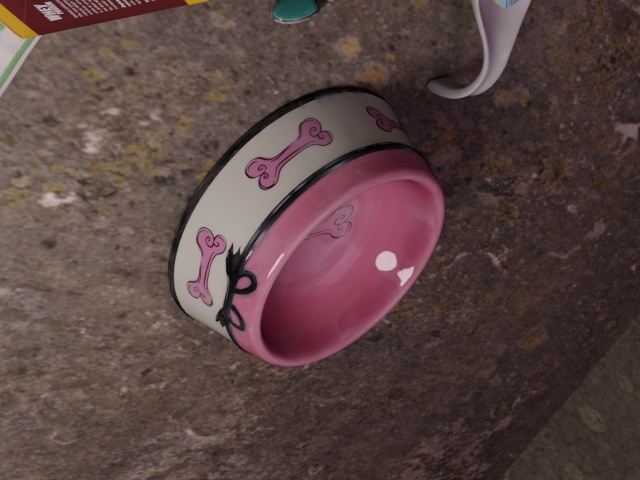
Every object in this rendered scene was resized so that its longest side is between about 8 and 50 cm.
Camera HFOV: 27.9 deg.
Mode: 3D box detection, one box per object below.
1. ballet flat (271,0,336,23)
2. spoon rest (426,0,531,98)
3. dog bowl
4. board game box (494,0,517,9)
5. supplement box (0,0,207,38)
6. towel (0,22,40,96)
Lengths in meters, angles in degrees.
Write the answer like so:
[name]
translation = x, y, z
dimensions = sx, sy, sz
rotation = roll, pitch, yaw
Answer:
[ballet flat]
translation = -0.009, -0.282, 1.523
dimensions = 0.114, 0.041, 0.041
rotation = -35, 148, -17
[spoon rest]
translation = 0.233, -0.304, 1.751
dimensions = 0.137, 0.084, 0.276
rotation = -17, 140, -40
[dog bowl]
translation = 0.000, 0.000, 1.765
dimensions = 0.408, 0.150, 0.408
rotation = -31, 148, -23
[board game box]
translation = 0.280, -0.440, 1.585
dimensions = 0.275, 0.142, 0.144
rotation = -37, 149, -15
[supplement box]
translation = -0.217, -0.283, 1.070
dimensions = 0.194, 0.129, 0.191
rotation = -7, 157, 22
[towel]
translation = -0.376, -0.201, 1.115
dimensions = 0.248, 0.038, 0.325
rotation = -58, 150, -5
